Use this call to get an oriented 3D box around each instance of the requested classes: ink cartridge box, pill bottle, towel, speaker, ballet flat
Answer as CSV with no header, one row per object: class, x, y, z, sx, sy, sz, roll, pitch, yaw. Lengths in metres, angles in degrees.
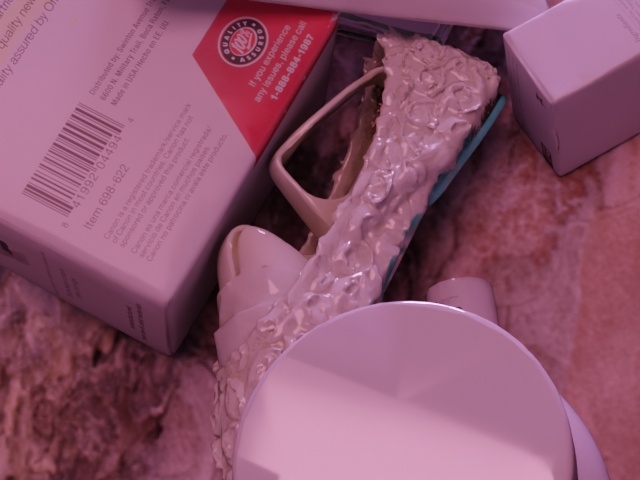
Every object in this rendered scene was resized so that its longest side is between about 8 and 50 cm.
ink cartridge box,-0.218,-0.128,1.161,0.385,0.160,0.279,28,72,6
pill bottle,0.073,0.186,0.869,0.210,0.363,0.210,-5,61,10
towel,0.080,-0.238,1.287,0.113,0.023,0.152,18,68,20
speaker,0.113,0.097,1.085,0.055,0.055,0.136,-9,61,8
ballet flat,0.000,0.000,1.105,0.147,0.147,0.409,21,62,22

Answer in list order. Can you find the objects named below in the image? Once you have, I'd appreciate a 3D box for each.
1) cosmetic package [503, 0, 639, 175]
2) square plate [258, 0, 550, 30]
cosmetic package,0.265,-0.160,1.153,0.231,0.117,0.085,-27,60,-4
square plate,0.006,-0.313,1.208,0.344,0.049,0.347,4,47,-16
